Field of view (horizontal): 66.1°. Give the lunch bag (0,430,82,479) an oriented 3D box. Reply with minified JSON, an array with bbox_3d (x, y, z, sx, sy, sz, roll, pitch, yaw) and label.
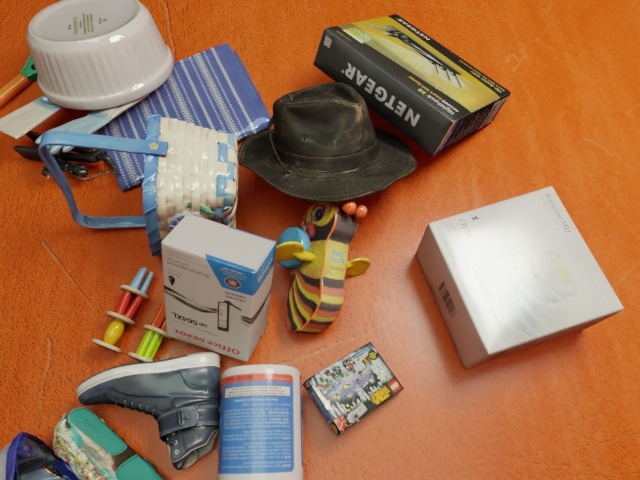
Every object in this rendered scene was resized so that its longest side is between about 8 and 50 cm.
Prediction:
[{"bbox_3d":[-0.415,0.483,0.600,0.328,0.238,0.386,-44,56,-15],"label":"lunch bag"}]

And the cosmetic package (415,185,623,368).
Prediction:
[{"bbox_3d":[0.311,0.061,0.811,0.225,0.138,0.223,-17,67,-7],"label":"cosmetic package"}]

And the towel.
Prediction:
[{"bbox_3d":[-0.291,-0.264,1.027,0.336,0.040,0.243,-26,70,-7],"label":"towel"}]

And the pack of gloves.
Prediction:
[{"bbox_3d":[-0.488,-0.245,0.979,0.195,0.046,0.232,24,54,23],"label":"pack of gloves"}]

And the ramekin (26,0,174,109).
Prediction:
[{"bbox_3d":[-0.445,-0.390,0.988,0.273,0.127,0.272,-1,49,1],"label":"ramekin"}]

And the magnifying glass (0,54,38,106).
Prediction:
[{"bbox_3d":[-0.631,-0.375,1.084,0.092,0.026,0.231,33,72,14],"label":"magnifying glass"}]

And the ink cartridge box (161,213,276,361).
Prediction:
[{"bbox_3d":[-0.159,0.078,0.768,0.148,0.203,0.085,16,38,8],"label":"ink cartridge box"}]

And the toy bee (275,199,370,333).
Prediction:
[{"bbox_3d":[0.000,0.000,0.814,0.195,0.162,0.298,-14,87,-44],"label":"toy bee"}]

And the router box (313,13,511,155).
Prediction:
[{"bbox_3d":[0.179,-0.316,0.958,0.309,0.081,0.243,42,47,17],"label":"router box"}]

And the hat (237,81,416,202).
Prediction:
[{"bbox_3d":[0.012,-0.201,0.860,0.332,0.133,0.331,0,33,0],"label":"hat"}]

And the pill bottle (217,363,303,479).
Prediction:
[{"bbox_3d":[-0.087,0.302,0.721,0.125,0.124,0.221,-2,65,0],"label":"pill bottle"}]

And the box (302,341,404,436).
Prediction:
[{"bbox_3d":[0.053,0.230,0.774,0.137,0.027,0.094,-22,66,-34],"label":"box"}]

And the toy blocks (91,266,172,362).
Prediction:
[{"bbox_3d":[-0.300,0.126,0.841,0.123,0.054,0.148,17,68,9],"label":"toy blocks"}]

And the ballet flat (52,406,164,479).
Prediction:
[{"bbox_3d":[-0.313,0.351,0.740,0.241,0.091,0.077,36,102,20],"label":"ballet flat"}]

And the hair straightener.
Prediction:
[{"bbox_3d":[-0.502,-0.152,0.967,0.231,0.047,0.088,16,68,10],"label":"hair straightener"}]

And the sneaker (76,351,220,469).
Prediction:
[{"bbox_3d":[-0.262,0.273,0.759,0.227,0.086,0.163,-10,64,-4],"label":"sneaker"}]

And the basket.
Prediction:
[{"bbox_3d":[-0.285,-0.089,0.827,0.289,0.254,0.200,4,64,-9],"label":"basket"}]
